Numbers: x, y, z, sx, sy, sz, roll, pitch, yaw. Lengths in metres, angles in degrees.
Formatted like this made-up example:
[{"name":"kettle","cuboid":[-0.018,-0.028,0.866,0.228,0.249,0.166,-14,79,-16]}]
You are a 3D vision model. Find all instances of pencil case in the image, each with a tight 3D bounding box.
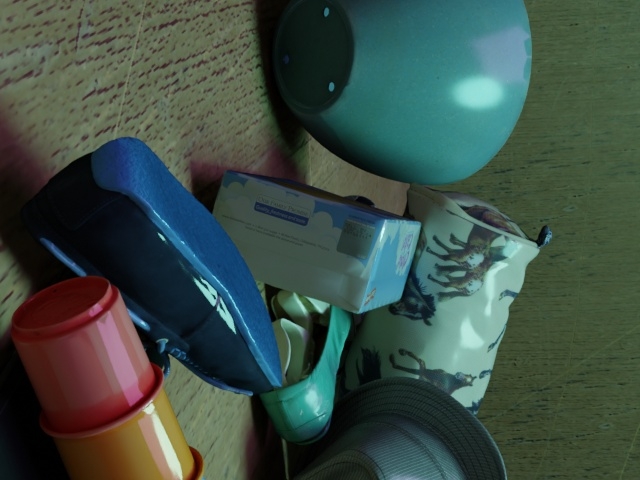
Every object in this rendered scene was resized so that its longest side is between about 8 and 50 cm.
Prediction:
[{"name":"pencil case","cuboid":[0.110,0.149,1.508,0.183,0.160,0.410,12,100,-50]}]

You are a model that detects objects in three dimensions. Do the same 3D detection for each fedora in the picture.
[{"name":"fedora","cuboid":[0.042,0.274,1.347,0.124,0.243,0.275,-3,129,-52]}]

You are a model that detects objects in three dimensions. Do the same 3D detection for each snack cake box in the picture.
[{"name":"snack cake box","cuboid":[0.000,0.000,1.308,0.264,0.152,0.089,-2,108,-80]}]

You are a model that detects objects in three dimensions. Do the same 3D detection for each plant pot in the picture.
[{"name":"plant pot","cuboid":[0.062,-0.205,1.546,0.195,0.290,0.290,-3,89,-43]}]

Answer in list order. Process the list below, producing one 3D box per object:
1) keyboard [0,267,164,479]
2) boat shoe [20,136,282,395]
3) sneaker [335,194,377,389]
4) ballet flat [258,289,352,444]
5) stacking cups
[{"name":"keyboard","cuboid":[-0.147,0.130,0.872,0.317,0.033,0.202,-71,148,-61]},{"name":"boat shoe","cuboid":[-0.103,0.023,0.892,0.258,0.089,0.109,58,12,-45]},{"name":"sneaker","cuboid":[0.029,0.074,1.628,0.153,0.094,0.235,74,16,-51]},{"name":"ballet flat","cuboid":[-0.017,0.097,1.428,0.247,0.083,0.087,-83,150,-52]},{"name":"stacking cups","cuboid":[-0.101,0.170,0.818,0.096,0.096,0.316,-70,143,-64]}]
